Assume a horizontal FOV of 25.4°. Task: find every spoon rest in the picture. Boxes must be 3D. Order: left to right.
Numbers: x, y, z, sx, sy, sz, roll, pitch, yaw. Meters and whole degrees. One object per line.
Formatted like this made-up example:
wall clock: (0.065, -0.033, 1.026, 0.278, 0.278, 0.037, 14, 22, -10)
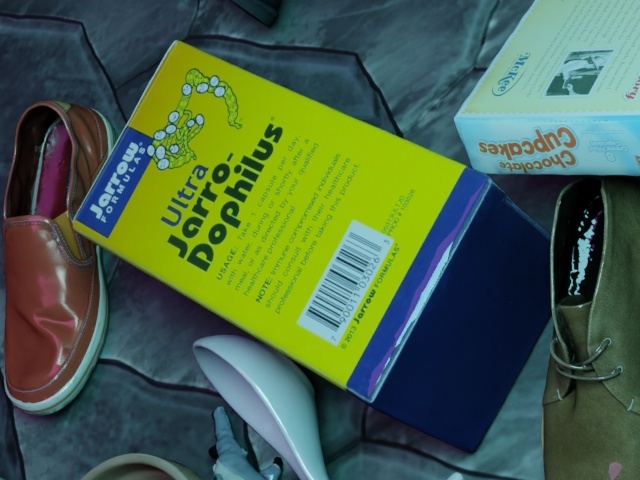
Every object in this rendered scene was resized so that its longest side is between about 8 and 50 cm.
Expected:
spoon rest: (-0.009, 0.168, 1.198, 0.276, 0.137, 0.084, 29, 65, 29)

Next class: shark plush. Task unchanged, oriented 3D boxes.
shark plush: (-0.057, 0.219, 1.263, 0.067, 0.073, 0.161, -27, 41, -8)

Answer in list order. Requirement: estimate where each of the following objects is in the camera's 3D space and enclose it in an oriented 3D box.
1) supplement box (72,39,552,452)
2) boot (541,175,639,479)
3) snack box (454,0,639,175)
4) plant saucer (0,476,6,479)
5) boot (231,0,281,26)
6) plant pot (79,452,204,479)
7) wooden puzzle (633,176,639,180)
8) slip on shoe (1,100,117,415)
supplement box: (0.000, 0.000, 1.206, 0.356, 0.194, 0.195, 27, 87, 35)
boot: (0.205, 0.098, 1.088, 0.112, 0.115, 0.305, -1, 79, 35)
snack box: (0.256, -0.172, 1.100, 0.187, 0.060, 0.322, 3, 43, 38)
plant saucer: (-0.414, 0.408, 1.362, 0.400, 0.100, 0.401, -11, 66, 27)
boot: (-0.058, -0.359, 1.438, 0.207, 0.094, 0.246, -47, 49, 13)
plant pot: (-0.135, 0.307, 1.211, 0.237, 0.109, 0.237, -17, 64, 39)
wooden puzzle: (0.265, -0.003, 1.159, 0.078, 0.014, 0.116, 25, 86, 39)
slip on shoe: (-0.277, 0.011, 1.429, 0.123, 0.101, 0.331, -5, 71, 28)
